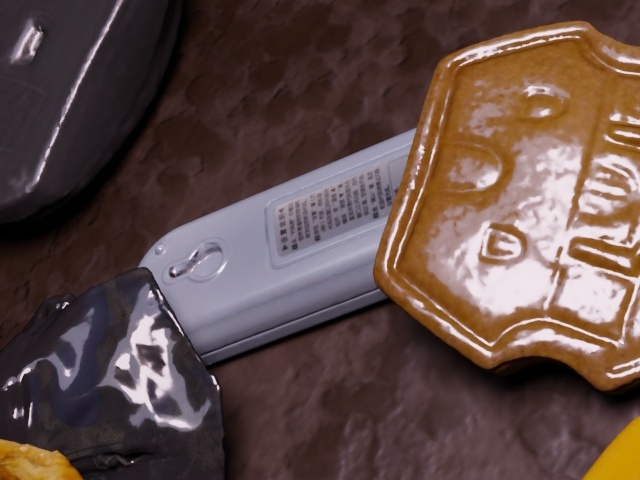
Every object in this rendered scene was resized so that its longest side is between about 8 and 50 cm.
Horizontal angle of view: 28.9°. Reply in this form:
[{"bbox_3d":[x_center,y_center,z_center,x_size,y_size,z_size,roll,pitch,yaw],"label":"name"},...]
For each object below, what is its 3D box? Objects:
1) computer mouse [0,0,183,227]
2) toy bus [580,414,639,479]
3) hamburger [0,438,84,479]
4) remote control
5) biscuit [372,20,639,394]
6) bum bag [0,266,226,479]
[{"bbox_3d":[-0.171,-0.125,0.848,0.137,0.086,0.269,17,76,33],"label":"computer mouse"},{"bbox_3d":[0.116,0.161,0.428,0.126,0.136,0.209,30,77,42],"label":"toy bus"},{"bbox_3d":[-0.211,0.230,0.534,0.290,0.170,0.314,29,85,36],"label":"hamburger"},{"bbox_3d":[0.000,0.000,0.679,0.244,0.047,0.087,-22,53,17],"label":"remote control"},{"bbox_3d":[0.140,-0.016,0.579,0.215,0.034,0.182,12,74,21],"label":"biscuit"},{"bbox_3d":[-0.184,0.109,0.689,0.310,0.074,0.137,-17,72,21],"label":"bum bag"}]
